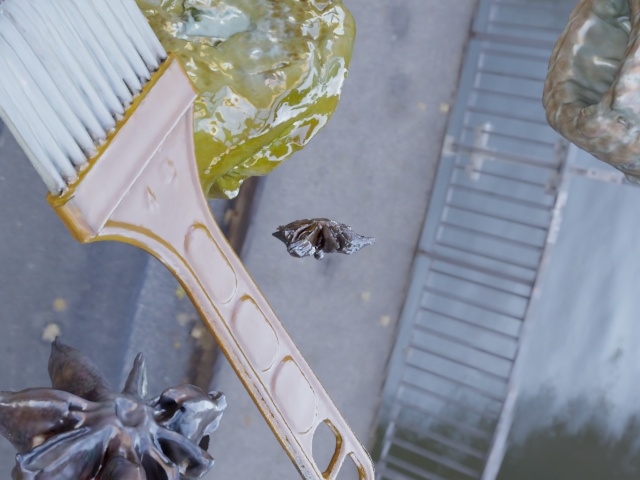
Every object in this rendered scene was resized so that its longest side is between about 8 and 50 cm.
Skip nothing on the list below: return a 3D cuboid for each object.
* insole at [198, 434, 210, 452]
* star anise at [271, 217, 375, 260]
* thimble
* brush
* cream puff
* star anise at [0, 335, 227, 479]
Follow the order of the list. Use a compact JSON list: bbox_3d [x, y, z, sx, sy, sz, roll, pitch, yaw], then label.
[{"bbox_3d":[-0.333,0.423,2.178,0.322,0.109,0.007,-34,166,16],"label":"insole"},{"bbox_3d":[0.010,-0.001,1.561,0.129,0.124,0.056,-1,102,-13],"label":"star anise"},{"bbox_3d":[0.327,-0.169,1.209,0.148,0.196,0.229,24,55,-13],"label":"thimble"},{"bbox_3d":[-0.039,0.022,0.491,0.090,0.017,0.314,-60,135,-37],"label":"brush"},{"bbox_3d":[-0.124,-0.178,1.343,0.257,0.291,0.324,109,-2,-52],"label":"cream puff"},{"bbox_3d":[-0.248,0.240,1.313,0.360,0.316,0.139,-8,128,-43],"label":"star anise"}]
